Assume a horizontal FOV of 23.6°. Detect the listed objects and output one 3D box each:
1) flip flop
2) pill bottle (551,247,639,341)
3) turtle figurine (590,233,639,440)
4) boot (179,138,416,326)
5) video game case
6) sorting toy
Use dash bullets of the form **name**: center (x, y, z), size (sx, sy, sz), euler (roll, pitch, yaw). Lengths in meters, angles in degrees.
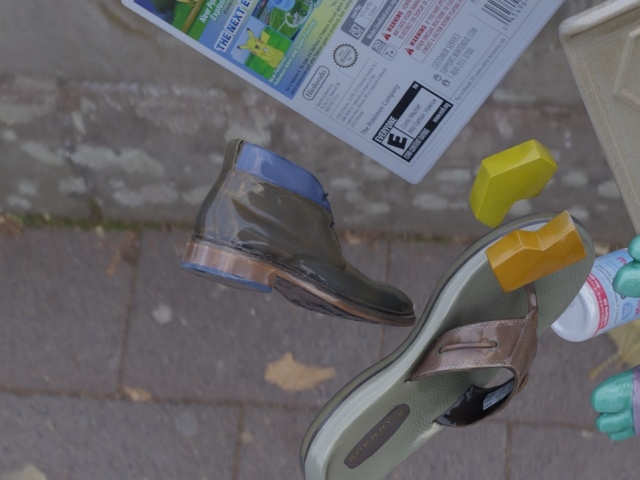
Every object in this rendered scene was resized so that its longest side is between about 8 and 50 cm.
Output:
- **flip flop**: center (0.101, 0.095, 1.114), size (0.277, 0.112, 0.080), euler (-43, 42, -4)
- **pill bottle**: center (0.347, 0.059, 1.820), size (0.160, 0.087, 0.087), euler (-18, 60, -33)
- **turtle figurine**: center (0.208, 0.089, 0.625), size (0.234, 0.118, 0.175), euler (43, 117, 52)
- **boot**: center (0.000, 0.000, 1.183), size (0.082, 0.219, 0.106), euler (6, 80, 52)
- **video game case**: center (0.024, -0.217, 1.187), size (0.300, 0.329, 0.036), euler (32, 50, -4)
- **sorting toy**: center (0.229, -0.086, 0.967), size (0.307, 0.229, 0.041), euler (-24, 44, 8)
